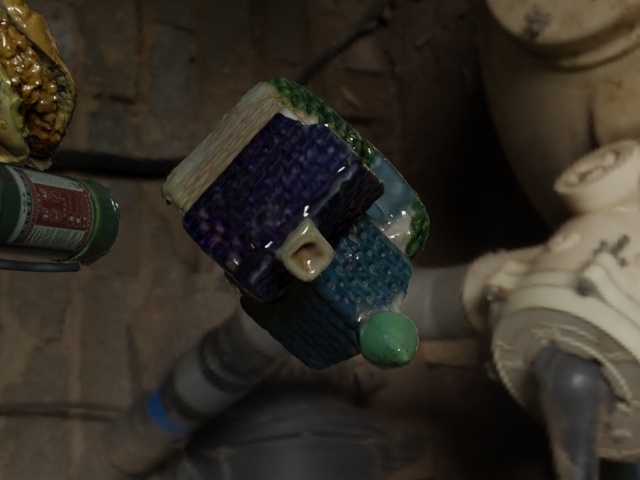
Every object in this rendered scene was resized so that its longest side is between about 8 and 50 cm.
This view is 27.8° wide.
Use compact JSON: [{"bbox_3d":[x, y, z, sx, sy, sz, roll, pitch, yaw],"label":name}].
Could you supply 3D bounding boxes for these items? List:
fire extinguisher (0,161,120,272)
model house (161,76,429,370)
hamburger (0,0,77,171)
[{"bbox_3d":[-0.304,-0.029,1.227,0.093,0.294,0.118,-5,84,23],"label":"fire extinguisher"},{"bbox_3d":[-0.002,0.001,1.453,0.243,0.298,0.284,-45,20,4],"label":"model house"},{"bbox_3d":[-0.384,-0.192,1.338,0.283,0.144,0.259,26,144,24],"label":"hamburger"}]
